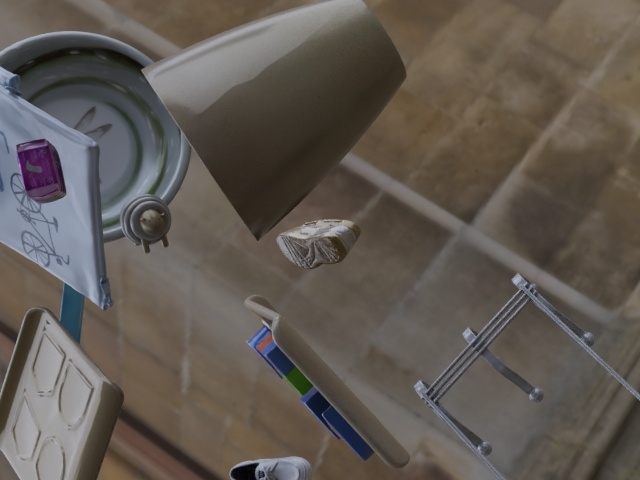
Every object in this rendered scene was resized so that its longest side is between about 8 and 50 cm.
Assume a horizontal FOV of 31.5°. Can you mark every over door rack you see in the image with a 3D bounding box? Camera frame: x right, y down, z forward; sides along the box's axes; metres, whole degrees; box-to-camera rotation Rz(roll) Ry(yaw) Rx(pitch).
[{"bbox_3d":[0.308,0.235,1.576,0.239,0.324,0.108,-50,-40,10],"label":"over door rack"}]

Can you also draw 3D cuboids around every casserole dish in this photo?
[{"bbox_3d":[-0.387,0.125,1.761,0.114,0.037,0.188,113,159,-54],"label":"casserole dish"}]

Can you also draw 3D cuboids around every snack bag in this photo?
[{"bbox_3d":[-0.409,-0.094,1.546,0.037,0.342,0.323,-42,-29,-37],"label":"snack bag"}]

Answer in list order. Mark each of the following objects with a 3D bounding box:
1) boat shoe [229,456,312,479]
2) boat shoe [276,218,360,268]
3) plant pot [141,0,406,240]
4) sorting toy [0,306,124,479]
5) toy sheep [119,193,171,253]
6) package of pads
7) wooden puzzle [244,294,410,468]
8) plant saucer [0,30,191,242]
[{"bbox_3d":[-0.094,0.428,2.090,0.063,0.184,0.066,7,-97,-44],"label":"boat shoe"},{"bbox_3d":[0.000,0.000,1.607,0.059,0.063,0.170,-41,22,-26],"label":"boat shoe"},{"bbox_3d":[-0.038,-0.179,1.425,0.274,0.256,0.256,-34,-16,-3],"label":"plant pot"},{"bbox_3d":[-0.350,0.267,1.454,0.041,0.229,0.307,7,-71,-44],"label":"sorting toy"},{"bbox_3d":[-0.280,-0.032,1.817,0.091,0.091,0.132,-55,29,-8],"label":"toy sheep"},{"bbox_3d":[-0.244,-0.060,0.999,0.032,0.050,0.083,-15,1,-8],"label":"package of pads"},{"bbox_3d":[-0.012,0.244,1.935,0.080,0.322,0.348,-43,10,-4],"label":"wooden puzzle"},{"bbox_3d":[-0.429,-0.168,1.991,0.400,0.400,0.100,-51,-2,-22],"label":"plant saucer"}]
